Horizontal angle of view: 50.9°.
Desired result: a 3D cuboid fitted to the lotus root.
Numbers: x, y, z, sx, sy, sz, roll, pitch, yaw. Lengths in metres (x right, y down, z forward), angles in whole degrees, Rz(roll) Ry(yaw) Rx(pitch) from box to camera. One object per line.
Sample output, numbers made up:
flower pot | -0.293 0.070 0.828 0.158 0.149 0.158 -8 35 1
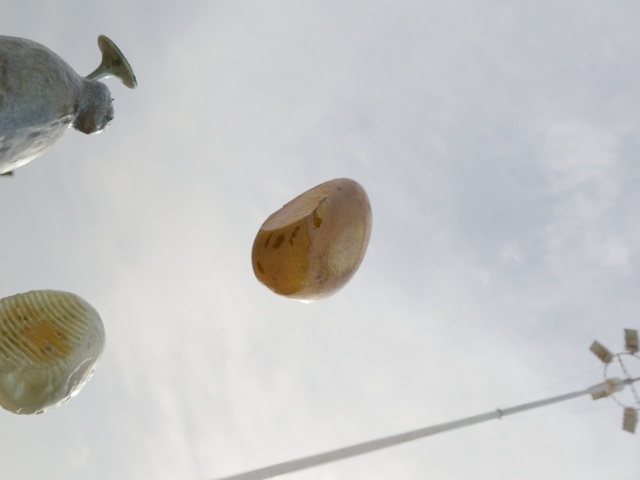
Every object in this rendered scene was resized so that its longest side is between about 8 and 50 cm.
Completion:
lotus root | -0.409 -0.148 0.748 0.175 0.349 0.175 37 -43 44

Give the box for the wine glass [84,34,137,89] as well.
wine glass | -0.376 -0.142 0.988 0.264 0.309 0.096 42 -22 22

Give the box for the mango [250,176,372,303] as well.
mango | 0.000 0.000 1.231 0.160 0.290 0.191 7 -47 43

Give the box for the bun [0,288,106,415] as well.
bun | -0.500 0.198 1.178 0.244 0.244 0.153 50 -40 45
